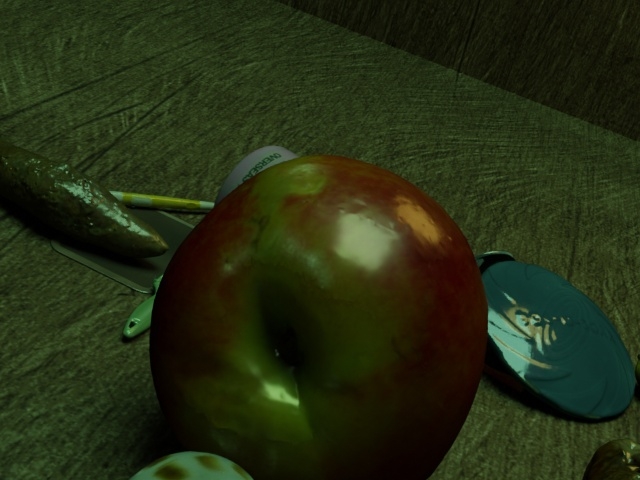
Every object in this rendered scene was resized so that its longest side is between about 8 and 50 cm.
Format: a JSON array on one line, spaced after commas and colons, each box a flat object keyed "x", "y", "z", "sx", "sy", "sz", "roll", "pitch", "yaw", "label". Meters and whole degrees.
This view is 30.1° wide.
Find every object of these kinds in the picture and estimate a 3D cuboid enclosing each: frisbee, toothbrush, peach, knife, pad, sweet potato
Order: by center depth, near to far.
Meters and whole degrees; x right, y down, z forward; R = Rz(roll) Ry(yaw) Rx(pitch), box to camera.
[{"x": 0.006, "y": 0.095, "z": 1.268, "sx": 0.388, "sy": 0.388, "sz": 0.388, "roll": 17, "pitch": 22, "yaw": -7, "label": "peach"}, {"x": -0.208, "y": 0.068, "z": 1.587, "sx": 0.043, "sy": 0.020, "sz": 0.293, "roll": 30, "pitch": 23, "yaw": 4, "label": "knife"}, {"x": -0.365, "y": -0.065, "z": 1.666, "sx": 0.341, "sy": 0.092, "sz": 0.114, "roll": 28, "pitch": 7, "yaw": 21, "label": "sweet potato"}, {"x": -0.256, "y": 0.005, "z": 1.719, "sx": 0.176, "sy": 0.002, "sz": 0.266, "roll": 25, "pitch": 23, "yaw": 12, "label": "pad"}, {"x": 0.356, "y": 0.134, "z": 1.752, "sx": 0.289, "sy": 0.049, "sz": 0.289, "roll": 22, "pitch": 39, "yaw": -19, "label": "frisbee"}, {"x": -0.209, "y": -0.055, "z": 1.865, "sx": 0.288, "sy": 0.021, "sz": 0.024, "roll": 4, "pitch": 16, "yaw": -36, "label": "toothbrush"}]

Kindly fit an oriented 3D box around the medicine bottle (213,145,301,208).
[{"x": 0.000, "y": 0.000, "z": 1.715, "sx": 0.290, "sy": 0.178, "sz": 0.178, "roll": 33, "pitch": 25, "yaw": 30, "label": "medicine bottle"}]

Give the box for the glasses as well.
[{"x": 0.261, "y": 0.138, "z": 1.810, "sx": 0.234, "sy": 0.118, "sz": 0.268, "roll": 1, "pitch": 49, "yaw": -43, "label": "glasses"}]

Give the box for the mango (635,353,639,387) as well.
[{"x": 0.554, "y": 0.220, "z": 1.813, "sx": 0.161, "sy": 0.076, "sz": 0.103, "roll": 19, "pitch": 17, "yaw": -12, "label": "mango"}]

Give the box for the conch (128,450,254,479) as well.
[{"x": -0.110, "y": 0.275, "z": 1.031, "sx": 0.148, "sy": 0.183, "sz": 0.275, "roll": -22, "pitch": 15, "yaw": 1, "label": "conch"}]

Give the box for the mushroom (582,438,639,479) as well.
[{"x": 0.433, "y": 0.310, "z": 1.359, "sx": 0.267, "sy": 0.254, "sz": 0.267, "roll": 14, "pitch": 49, "yaw": -17, "label": "mushroom"}]
